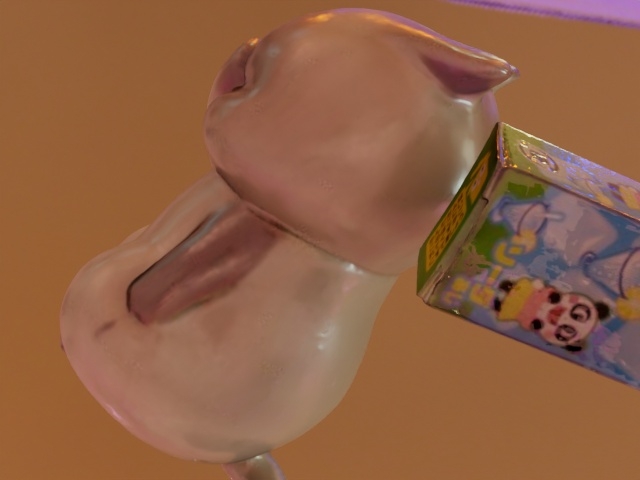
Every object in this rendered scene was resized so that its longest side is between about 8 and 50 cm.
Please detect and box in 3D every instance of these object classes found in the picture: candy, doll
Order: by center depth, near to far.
[{"bbox_3d":[0.161,0.020,0.554,0.195,0.062,0.097,23,-61,-9],"label":"candy"},{"bbox_3d":[-0.030,-0.002,0.697,0.226,0.215,0.370,33,-79,12],"label":"doll"}]
